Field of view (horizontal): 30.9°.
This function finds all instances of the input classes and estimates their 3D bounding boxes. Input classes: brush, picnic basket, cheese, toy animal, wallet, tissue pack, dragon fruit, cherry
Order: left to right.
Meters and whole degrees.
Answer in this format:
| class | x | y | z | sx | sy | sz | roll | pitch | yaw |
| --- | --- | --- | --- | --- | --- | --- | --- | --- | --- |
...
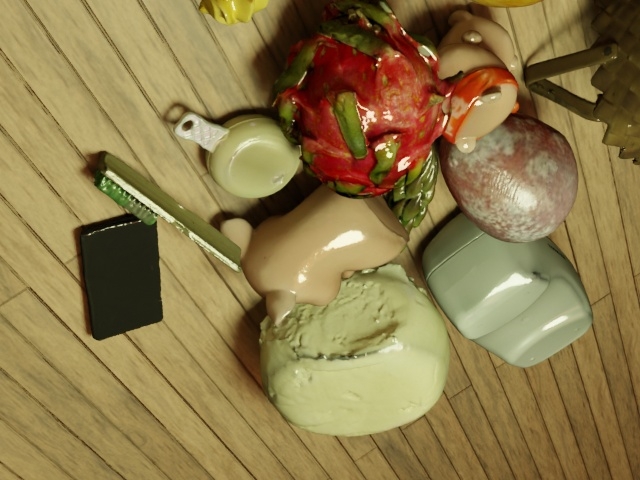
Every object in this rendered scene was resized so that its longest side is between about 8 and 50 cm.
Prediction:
| class | x | y | z | sx | sy | sz | roll | pitch | yaw |
| --- | --- | --- | --- | --- | --- | --- | --- | --- | --- |
| wallet | -0.314 | 0.058 | 1.840 | 0.124 | 0.025 | 0.244 | -18 | 139 | -20 |
| brush | -0.227 | -0.033 | 1.734 | 0.048 | 0.054 | 0.282 | -37 | 125 | 24 |
| cheese | -0.130 | -0.140 | 1.745 | 0.227 | 0.064 | 0.137 | 24 | 112 | -45 |
| toy animal | -0.003 | 0.003 | 1.896 | 0.256 | 0.195 | 0.213 | -38 | 161 | 3 |
| dragon fruit | 0.060 | -0.205 | 1.692 | 0.231 | 0.237 | 0.302 | -43 | 135 | -30 |
| toy animal | 0.230 | -0.242 | 1.792 | 0.171 | 0.197 | 0.171 | 7 | 137 | 7 |
| tissue pack | 0.342 | 0.073 | 2.167 | 0.229 | 0.236 | 0.333 | -38 | 141 | 17 |
| cherry | 0.322 | -0.108 | 1.953 | 0.285 | 0.236 | 0.213 | 25 | 93 | -31 |
| picnic basket | 0.533 | -0.268 | 1.940 | 0.321 | 0.291 | 0.254 | -8 | 164 | 43 |

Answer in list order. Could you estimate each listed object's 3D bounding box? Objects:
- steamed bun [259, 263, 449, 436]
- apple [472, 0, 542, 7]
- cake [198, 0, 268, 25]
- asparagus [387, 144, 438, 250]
| class | x | y | z | sx | sy | sz | roll | pitch | yaw |
| --- | --- | --- | --- | --- | --- | --- | --- | --- | --- |
| steamed bun | 0.060 | 0.193 | 2.073 | 0.334 | 0.233 | 0.312 | -2 | 141 | 0 |
| apple | 0.250 | -0.473 | 1.477 | 0.339 | 0.339 | 0.339 | -19 | 138 | -18 |
| cake | -0.084 | -0.419 | 1.379 | 0.227 | 0.222 | 0.286 | -27 | 140 | -6 |
| asparagus | 0.150 | -0.059 | 2.012 | 0.080 | 0.080 | 0.287 | -9 | 136 | -28 |
